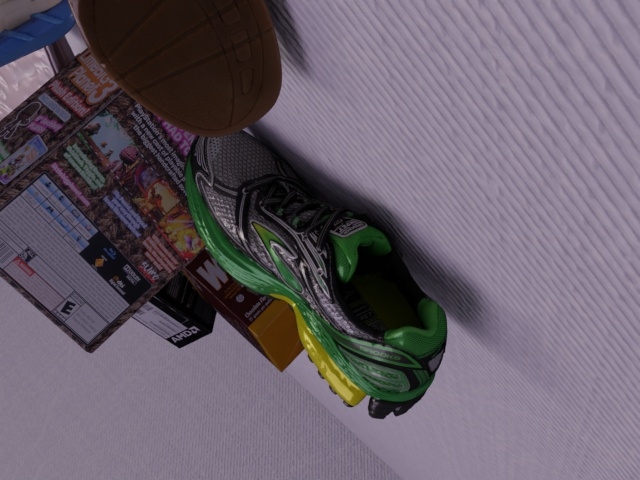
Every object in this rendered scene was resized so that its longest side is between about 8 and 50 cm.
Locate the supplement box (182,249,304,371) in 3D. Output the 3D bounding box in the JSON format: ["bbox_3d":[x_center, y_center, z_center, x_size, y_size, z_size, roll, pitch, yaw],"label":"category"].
[{"bbox_3d":[-0.099,0.070,1.249,0.194,0.129,0.191,40,167,23],"label":"supplement box"}]

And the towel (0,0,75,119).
[{"bbox_3d":[-0.441,-0.287,0.992,0.332,0.053,0.317,15,135,29],"label":"towel"}]

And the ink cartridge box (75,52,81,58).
[{"bbox_3d":[-0.352,-0.205,1.218,0.127,0.072,0.175,49,-176,-21],"label":"ink cartridge box"}]

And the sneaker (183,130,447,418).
[{"bbox_3d":[0.000,0.000,0.787,0.343,0.134,0.146,45,143,17],"label":"sneaker"}]

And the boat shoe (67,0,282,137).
[{"bbox_3d":[-0.137,-0.218,0.541,0.342,0.123,0.123,49,-162,-39],"label":"boat shoe"}]

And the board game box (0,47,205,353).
[{"bbox_3d":[-0.252,-0.060,0.944,0.141,0.291,0.232,34,163,44],"label":"board game box"}]

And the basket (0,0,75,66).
[{"bbox_3d":[-0.328,-0.242,0.734,0.201,0.255,0.289,41,148,12],"label":"basket"}]

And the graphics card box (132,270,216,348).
[{"bbox_3d":[-0.317,-0.013,1.348,0.094,0.232,0.371,-29,128,32],"label":"graphics card box"}]
